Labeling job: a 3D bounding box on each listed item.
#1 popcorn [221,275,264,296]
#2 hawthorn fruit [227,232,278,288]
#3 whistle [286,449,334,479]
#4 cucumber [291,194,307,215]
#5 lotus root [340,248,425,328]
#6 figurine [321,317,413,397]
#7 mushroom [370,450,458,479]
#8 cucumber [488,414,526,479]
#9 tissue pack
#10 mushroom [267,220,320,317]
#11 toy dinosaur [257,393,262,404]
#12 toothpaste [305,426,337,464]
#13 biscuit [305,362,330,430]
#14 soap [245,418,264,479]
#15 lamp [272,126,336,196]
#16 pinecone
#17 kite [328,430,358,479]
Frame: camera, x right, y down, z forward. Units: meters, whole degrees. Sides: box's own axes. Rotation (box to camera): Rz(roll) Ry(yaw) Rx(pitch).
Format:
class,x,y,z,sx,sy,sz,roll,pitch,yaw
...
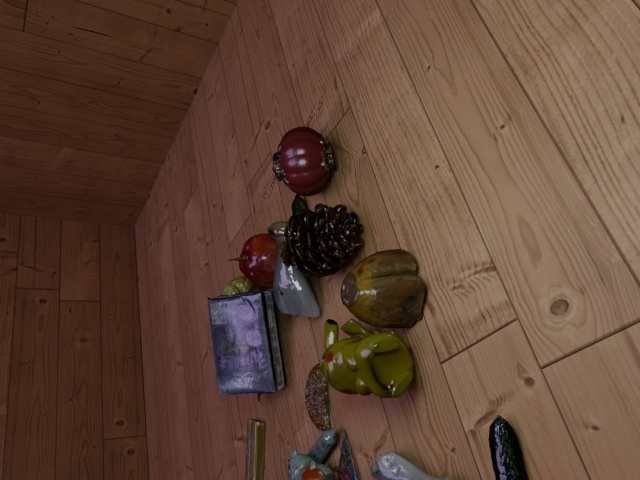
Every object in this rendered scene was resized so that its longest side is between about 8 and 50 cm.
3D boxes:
class,x,y,z,sx,sy,sz,roll,pitch,yaw
popcorn,-0.301,0.237,2.103,0.168,0.174,0.195,-68,-33,-70
hawthorn fruit,-0.214,0.066,1.900,0.207,0.243,0.207,-12,76,59
whistle,-0.016,0.709,1.576,0.253,0.106,0.101,20,142,40
cucumber,-0.065,-0.067,1.857,0.069,0.069,0.227,-46,44,44
lotus root,0.149,0.120,1.381,0.188,0.180,0.199,31,111,59
figurine,0.105,0.313,1.417,0.327,0.169,0.218,-20,91,49
mushroom,0.225,0.565,1.264,0.278,0.099,0.096,0,98,53
cucumber,0.379,0.475,1.061,0.067,0.067,0.245,-40,50,47
tissue pack,-0.271,0.367,1.921,0.259,0.122,0.361,-11,87,28
mushroom,-0.091,0.096,1.770,0.159,0.122,0.328,-7,94,17
toy dinosaur,-0.224,0.503,2.033,0.142,0.057,0.212,-53,51,11
toothpaste,-0.007,0.657,1.648,0.069,0.047,0.268,38,125,16
biscuit,-0.014,0.501,1.707,0.126,0.025,0.206,-31,59,52
soap,-0.247,0.804,2.012,0.092,0.037,0.252,-10,76,56
lamp,-0.058,-0.253,1.734,0.227,0.227,0.226,-15,72,56
pinecone,0.000,0.000,1.601,0.272,0.224,0.224,-24,64,50
kite,0.072,0.674,1.554,0.183,0.014,0.241,-1,83,61
